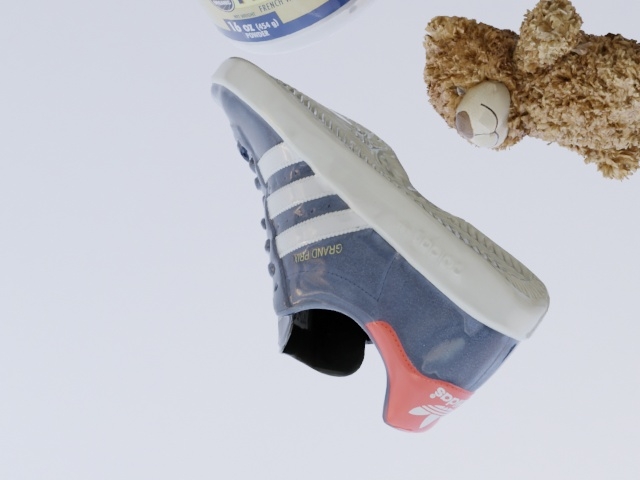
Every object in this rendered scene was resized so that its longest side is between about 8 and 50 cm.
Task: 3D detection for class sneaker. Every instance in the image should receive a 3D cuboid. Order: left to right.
[{"bbox_3d":[0.000,0.000,1.228,0.131,0.148,0.350,24,-164,-43],"label":"sneaker"}]

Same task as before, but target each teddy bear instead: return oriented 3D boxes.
[{"bbox_3d":[0.259,-0.136,1.680,0.338,0.245,0.113,10,-109,3],"label":"teddy bear"}]

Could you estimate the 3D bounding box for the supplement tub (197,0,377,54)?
[{"bbox_3d":[-0.076,-0.370,1.791,0.228,0.316,0.228,-22,-141,19],"label":"supplement tub"}]
